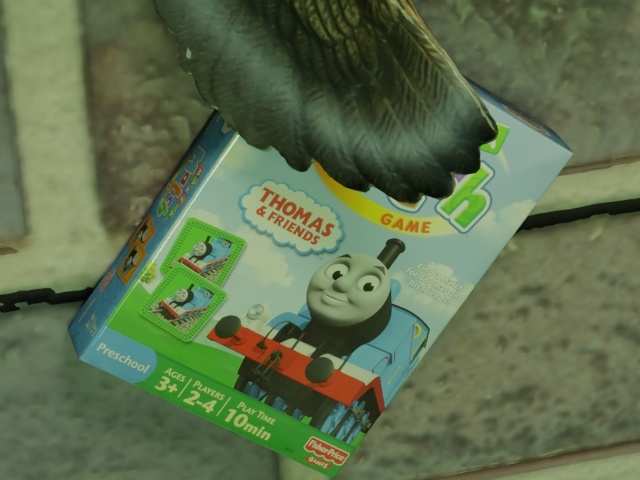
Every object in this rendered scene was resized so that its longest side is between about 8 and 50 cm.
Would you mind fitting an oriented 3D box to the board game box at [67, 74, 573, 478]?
[{"bbox_3d":[0.000,0.000,0.952,0.160,0.039,0.211,28,104,-27],"label":"board game box"}]

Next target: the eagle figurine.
[{"bbox_3d":[0.006,-0.176,0.789,0.226,0.225,0.298,-11,151,25],"label":"eagle figurine"}]
